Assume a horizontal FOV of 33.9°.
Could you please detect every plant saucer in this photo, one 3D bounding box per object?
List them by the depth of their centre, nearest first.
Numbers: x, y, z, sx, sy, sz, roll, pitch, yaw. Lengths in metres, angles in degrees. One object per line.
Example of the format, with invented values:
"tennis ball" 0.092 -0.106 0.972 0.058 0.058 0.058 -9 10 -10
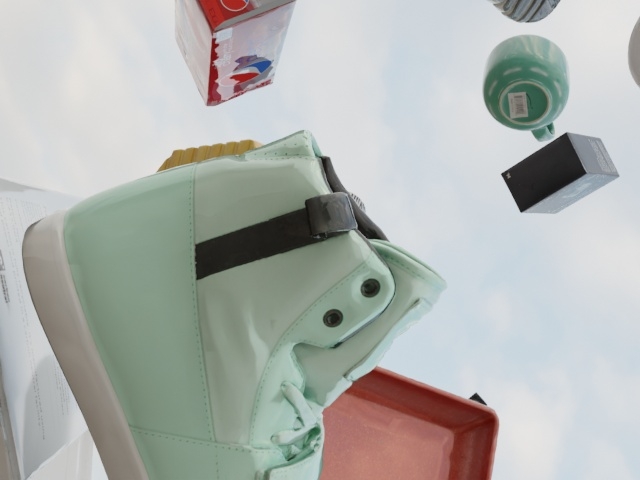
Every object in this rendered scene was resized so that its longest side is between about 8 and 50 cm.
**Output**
"plant saucer" 0.017 0.230 0.871 0.048 0.259 0.258 -28 -135 58

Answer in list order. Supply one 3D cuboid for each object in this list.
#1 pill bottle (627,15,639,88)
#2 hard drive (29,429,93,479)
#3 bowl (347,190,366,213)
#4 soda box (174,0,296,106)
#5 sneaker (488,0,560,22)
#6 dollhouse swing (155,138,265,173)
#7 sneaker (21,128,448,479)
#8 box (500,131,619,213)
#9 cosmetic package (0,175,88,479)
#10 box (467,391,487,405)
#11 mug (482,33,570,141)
"pill bottle" 0.356 -0.120 0.876 0.216 0.121 0.121 32 -5 -42
"hard drive" -0.412 0.176 1.162 0.353 0.047 0.233 35 16 -23
"bowl" 0.000 0.000 1.695 0.170 0.170 0.080 105 -24 -49
"soda box" -0.090 -0.214 1.025 0.092 0.083 0.263 65 -10 4
"sneaker" 0.174 -0.318 1.156 0.132 0.229 0.086 51 -61 32
"dollhouse swing" -0.268 0.006 1.486 0.347 0.315 0.305 0 -91 51
"sneaker" -0.003 0.082 0.432 0.094 0.151 0.256 -63 130 -79
"box" 0.458 -0.125 2.004 0.156 0.158 0.093 -34 -110 33
"cosmetic package" -0.235 0.053 0.625 0.365 0.197 0.155 82 -3 -88
"box" 0.132 0.192 1.080 0.018 0.083 0.067 49 -8 13
"mug" 0.318 -0.222 1.573 0.158 0.097 0.129 32 -53 -11
